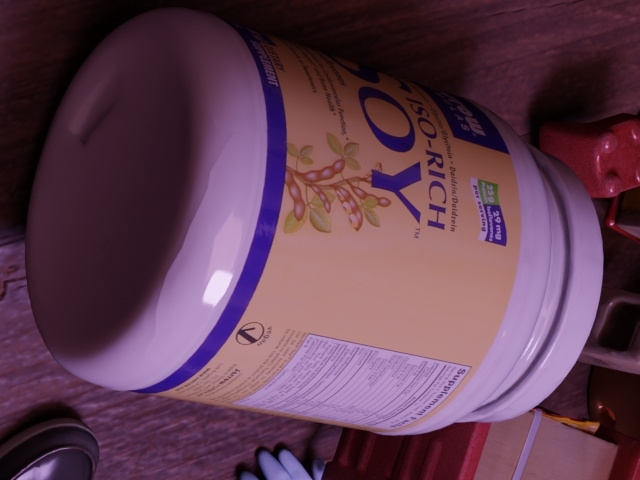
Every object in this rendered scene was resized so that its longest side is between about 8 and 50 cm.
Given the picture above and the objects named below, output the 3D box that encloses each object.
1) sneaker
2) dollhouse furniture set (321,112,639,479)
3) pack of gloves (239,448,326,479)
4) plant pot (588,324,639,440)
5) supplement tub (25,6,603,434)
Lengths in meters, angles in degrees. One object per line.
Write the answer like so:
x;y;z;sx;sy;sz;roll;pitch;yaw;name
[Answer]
-0.219;0.235;1.143;0.222;0.118;0.083;-50;128;0;sneaker
0.176;0.056;1.304;0.201;0.152;0.374;25;82;-37;dollhouse furniture set
-0.039;0.285;1.248;0.195;0.046;0.232;-24;89;-22;pack of gloves
0.370;0.150;1.406;0.291;0.203;0.291;-14;121;-26;plant pot
0.000;0.000;1.082;0.331;0.241;0.241;13;106;-36;supplement tub
